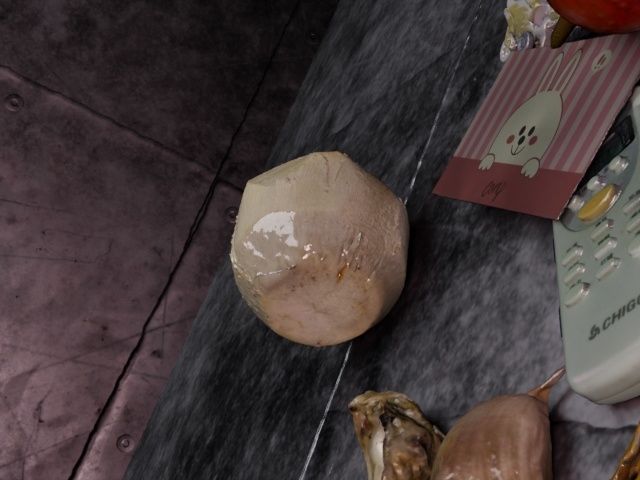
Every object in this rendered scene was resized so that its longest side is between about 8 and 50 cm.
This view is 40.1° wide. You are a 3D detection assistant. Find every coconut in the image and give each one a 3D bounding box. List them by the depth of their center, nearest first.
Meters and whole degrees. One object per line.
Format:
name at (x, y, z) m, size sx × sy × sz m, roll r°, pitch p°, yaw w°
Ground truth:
coconut at (0.000, 0.000, 1.202) m, size 0.245 × 0.245 × 0.247 m, roll -51°, pitch 25°, yaw 36°

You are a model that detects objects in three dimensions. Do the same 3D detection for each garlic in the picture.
garlic at (0.155, 0.185, 0.705) m, size 0.128 × 0.090 × 0.198 m, roll -28°, pitch 28°, yaw 39°

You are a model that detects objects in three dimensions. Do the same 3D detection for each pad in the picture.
pad at (0.220, -0.123, 0.916) m, size 0.202 × 0.005 × 0.300 m, roll -61°, pitch 16°, yaw 0°

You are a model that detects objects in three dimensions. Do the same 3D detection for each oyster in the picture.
oyster at (0.071, 0.270, 0.829) m, size 0.166 × 0.094 × 0.294 m, roll 112°, pitch 165°, yaw -61°

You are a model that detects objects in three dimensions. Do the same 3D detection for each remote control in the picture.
remote control at (0.251, -0.003, 0.733) m, size 0.140 × 0.056 × 0.296 m, roll -51°, pitch 18°, yaw 41°

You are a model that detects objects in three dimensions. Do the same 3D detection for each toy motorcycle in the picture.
toy motorcycle at (0.280, -0.290, 1.079) m, size 0.228 × 0.074 × 0.151 m, roll 164°, pitch 115°, yaw -79°

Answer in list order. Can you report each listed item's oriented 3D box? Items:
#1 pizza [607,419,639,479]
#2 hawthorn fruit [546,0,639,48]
pizza at (0.207, 0.244, 0.401) m, size 0.392 × 0.080 × 0.435 m, roll -61°, pitch 11°, yaw 10°
hawthorn fruit at (0.288, -0.306, 0.759) m, size 0.369 × 0.284 × 0.285 m, roll 113°, pitch 173°, yaw -46°
